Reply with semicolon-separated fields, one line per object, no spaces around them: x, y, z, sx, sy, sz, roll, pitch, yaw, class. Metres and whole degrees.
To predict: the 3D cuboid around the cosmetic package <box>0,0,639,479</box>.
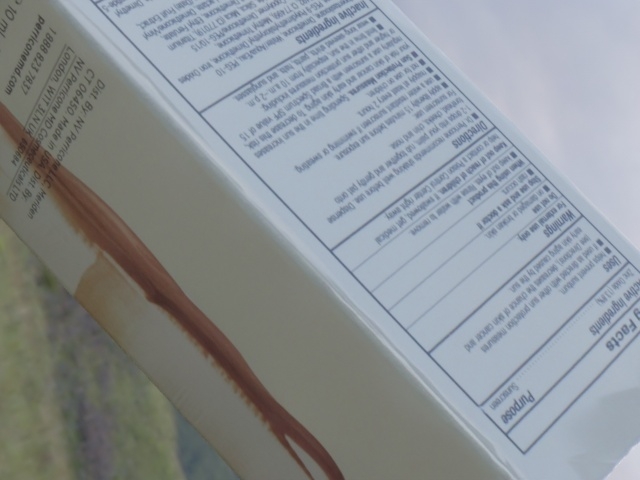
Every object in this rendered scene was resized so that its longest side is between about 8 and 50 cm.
0.000;0.000;0.637;0.296;0.153;0.129;47;-44;9;cosmetic package
